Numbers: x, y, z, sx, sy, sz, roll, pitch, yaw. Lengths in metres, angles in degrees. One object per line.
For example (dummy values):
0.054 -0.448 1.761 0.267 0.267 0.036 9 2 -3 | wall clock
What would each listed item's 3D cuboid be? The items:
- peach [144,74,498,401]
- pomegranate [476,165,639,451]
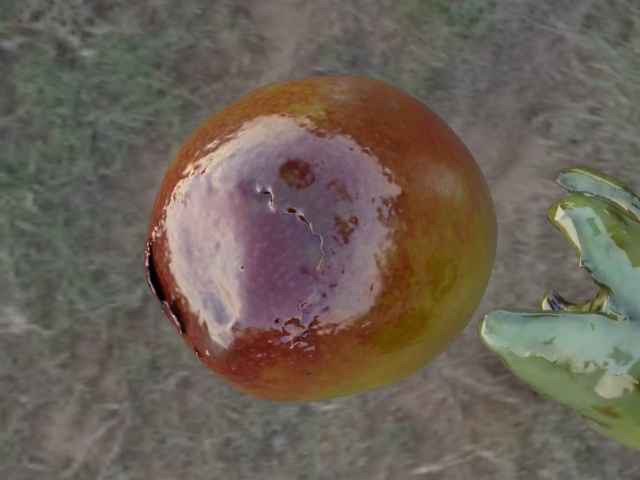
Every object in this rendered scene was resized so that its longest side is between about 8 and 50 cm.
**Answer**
0.000 0.000 1.141 0.231 0.231 0.231 0 89 26 | peach
0.168 0.071 0.486 0.263 0.211 0.211 31 103 8 | pomegranate
